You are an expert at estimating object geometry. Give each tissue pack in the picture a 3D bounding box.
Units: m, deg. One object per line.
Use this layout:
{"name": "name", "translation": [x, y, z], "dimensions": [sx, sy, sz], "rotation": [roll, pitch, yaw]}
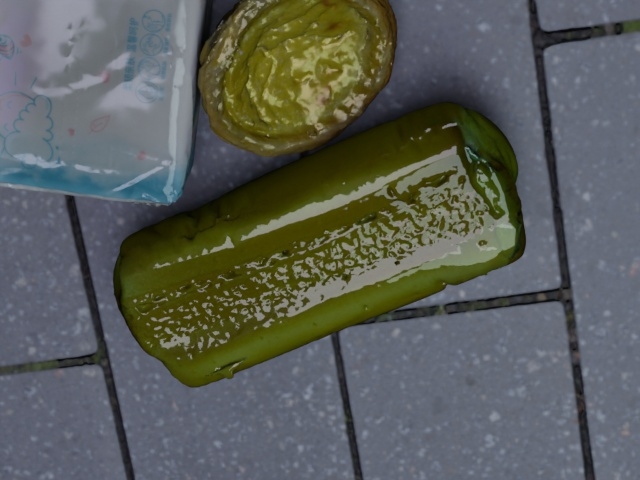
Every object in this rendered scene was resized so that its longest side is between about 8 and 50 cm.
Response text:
{"name": "tissue pack", "translation": [-0.196, -0.175, 1.710], "dimensions": [0.201, 0.124, 0.271], "rotation": [6, 111, -3]}

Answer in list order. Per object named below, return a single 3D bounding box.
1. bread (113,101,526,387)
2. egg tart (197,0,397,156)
{"name": "bread", "translation": [0.000, 0.000, 1.773], "dimensions": [0.383, 0.112, 0.166], "rotation": [-23, 112, 11]}
{"name": "egg tart", "translation": [-0.023, -0.162, 1.712], "dimensions": [0.191, 0.074, 0.191], "rotation": [-12, 129, -16]}
